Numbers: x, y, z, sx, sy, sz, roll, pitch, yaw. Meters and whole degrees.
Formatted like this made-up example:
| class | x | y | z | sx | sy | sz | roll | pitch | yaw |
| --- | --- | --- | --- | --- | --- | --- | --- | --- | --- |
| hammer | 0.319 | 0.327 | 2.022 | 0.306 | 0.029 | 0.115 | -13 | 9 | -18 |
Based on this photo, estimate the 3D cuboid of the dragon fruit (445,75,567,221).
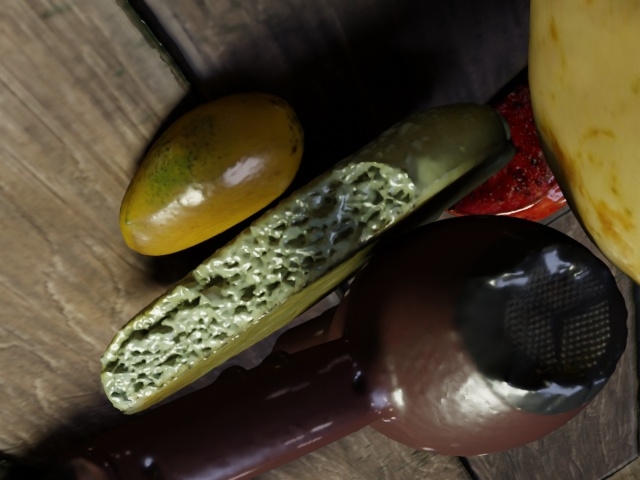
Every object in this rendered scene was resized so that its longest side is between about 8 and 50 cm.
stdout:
| class | x | y | z | sx | sy | sz | roll | pitch | yaw |
| --- | --- | --- | --- | --- | --- | --- | --- | --- | --- |
| dragon fruit | 0.153 | -0.059 | 0.951 | 0.162 | 0.083 | 0.106 | -45 | 158 | 22 |

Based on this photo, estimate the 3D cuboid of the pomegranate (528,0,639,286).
| class | x | y | z | sx | sy | sz | roll | pitch | yaw |
| --- | --- | --- | --- | --- | --- | --- | --- | --- | --- |
| pomegranate | 0.271 | -0.096 | 0.704 | 0.342 | 0.342 | 0.342 | -28 | 158 | -13 |

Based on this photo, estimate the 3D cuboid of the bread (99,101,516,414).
| class | x | y | z | sx | sy | sz | roll | pitch | yaw |
| --- | --- | --- | --- | --- | --- | --- | --- | --- | --- |
| bread | 0.000 | 0.000 | 0.842 | 0.286 | 0.056 | 0.207 | -35 | 177 | 26 |

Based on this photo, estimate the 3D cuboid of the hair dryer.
| class | x | y | z | sx | sy | sz | roll | pitch | yaw |
| --- | --- | --- | --- | --- | --- | --- | --- | --- | --- |
| hair dryer | -0.040 | 0.089 | 0.757 | 0.340 | 0.123 | 0.312 | -18 | 178 | -31 |

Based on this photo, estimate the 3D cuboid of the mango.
| class | x | y | z | sx | sy | sz | roll | pitch | yaw |
| --- | --- | --- | --- | --- | --- | --- | --- | --- | --- |
| mango | -0.057 | -0.032 | 0.746 | 0.114 | 0.057 | 0.079 | -38 | 165 | 21 |
